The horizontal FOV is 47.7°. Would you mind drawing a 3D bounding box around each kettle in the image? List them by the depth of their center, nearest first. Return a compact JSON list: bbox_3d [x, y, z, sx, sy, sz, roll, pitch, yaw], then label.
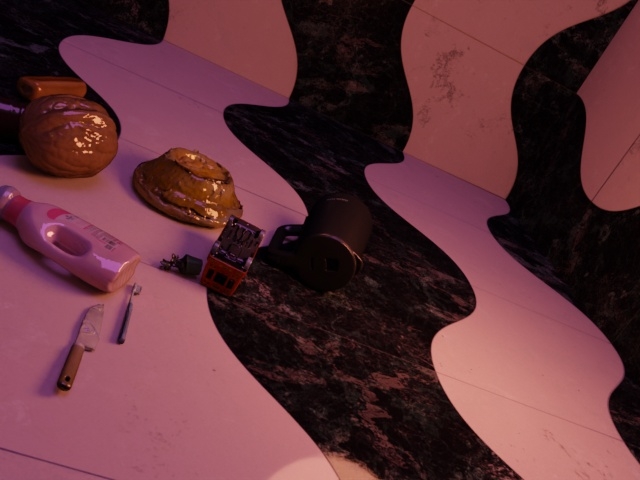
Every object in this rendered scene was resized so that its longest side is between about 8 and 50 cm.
[{"bbox_3d":[0.009,-0.010,2.118,0.262,0.203,0.308,31,26,-3],"label":"kettle"}]

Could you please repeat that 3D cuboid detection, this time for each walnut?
[{"bbox_3d":[-0.652,-0.268,1.867,0.225,0.225,0.260,43,25,30],"label":"walnut"}]

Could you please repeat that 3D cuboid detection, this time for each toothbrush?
[{"bbox_3d":[-0.403,0.150,1.530,0.019,0.016,0.220,31,20,-19],"label":"toothbrush"}]

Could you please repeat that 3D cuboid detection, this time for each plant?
[{"bbox_3d":[-0.339,0.056,1.755,0.102,0.051,0.051,12,28,-25],"label":"plant"}]

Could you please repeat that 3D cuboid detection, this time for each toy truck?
[{"bbox_3d":[-0.224,0.033,1.855,0.107,0.114,0.253,26,24,-5],"label":"toy truck"}]

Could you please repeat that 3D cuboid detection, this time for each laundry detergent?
[{"bbox_3d":[-0.565,-0.008,1.576,0.335,0.088,0.159,29,23,2],"label":"laundry detergent"}]

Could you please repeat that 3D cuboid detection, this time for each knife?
[{"bbox_3d":[-0.448,0.197,1.378,0.047,0.017,0.298,25,19,-16],"label":"knife"}]

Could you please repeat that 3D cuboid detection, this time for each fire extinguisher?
[{"bbox_3d":[-0.917,-0.335,1.819,0.343,0.102,0.138,13,30,-35],"label":"fire extinguisher"}]

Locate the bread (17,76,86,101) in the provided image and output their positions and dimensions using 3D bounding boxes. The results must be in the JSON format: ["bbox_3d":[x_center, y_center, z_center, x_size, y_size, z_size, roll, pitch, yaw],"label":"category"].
[{"bbox_3d":[-0.823,-0.465,2.234,0.092,0.074,0.239,19,18,18],"label":"bread"}]

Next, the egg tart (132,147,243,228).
[{"bbox_3d":[-0.365,-0.169,2.094,0.345,0.133,0.345,24,21,-10],"label":"egg tart"}]
